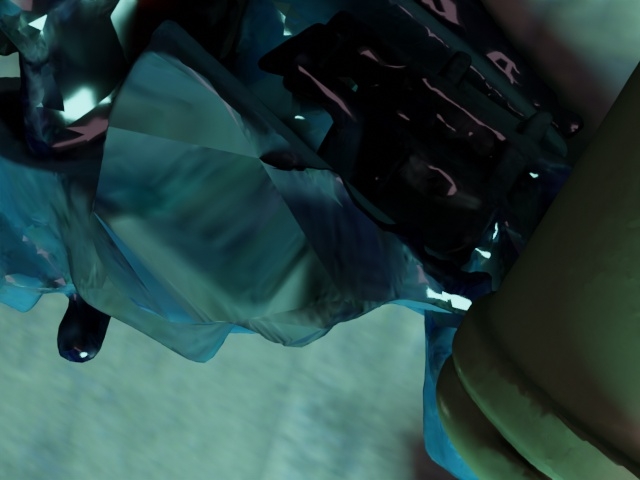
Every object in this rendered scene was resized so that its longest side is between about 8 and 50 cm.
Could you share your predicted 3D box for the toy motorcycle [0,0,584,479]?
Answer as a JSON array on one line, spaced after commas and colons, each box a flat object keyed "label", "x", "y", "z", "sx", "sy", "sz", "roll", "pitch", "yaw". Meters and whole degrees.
[{"label": "toy motorcycle", "x": 0.000, "y": 0.000, "z": 0.685, "sx": 0.416, "sy": 0.172, "sz": 0.232, "roll": 34, "pitch": 134, "yaw": -1}]

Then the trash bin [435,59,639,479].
[{"label": "trash bin", "x": 0.180, "y": -0.003, "z": 0.330, "sx": 0.243, "sy": 0.121, "sz": 0.247, "roll": 35, "pitch": 107, "yaw": 21}]
